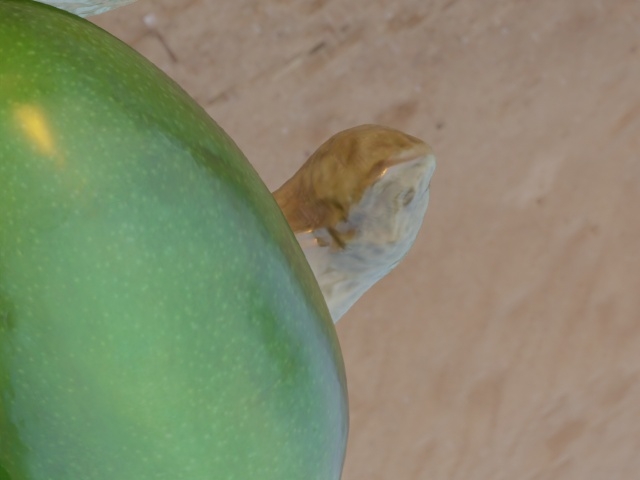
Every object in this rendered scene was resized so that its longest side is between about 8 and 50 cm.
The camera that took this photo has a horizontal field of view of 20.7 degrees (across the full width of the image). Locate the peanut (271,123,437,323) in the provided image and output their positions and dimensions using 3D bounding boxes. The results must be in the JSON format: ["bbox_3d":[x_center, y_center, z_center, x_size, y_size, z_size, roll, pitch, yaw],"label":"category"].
[{"bbox_3d":[0.000,0.000,1.405,0.253,0.122,0.137,-41,172,23],"label":"peanut"}]

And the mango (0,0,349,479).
[{"bbox_3d":[-0.106,0.035,0.896,0.201,0.225,0.382,-26,124,-5],"label":"mango"}]

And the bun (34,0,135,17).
[{"bbox_3d":[-0.196,-0.315,1.263,0.227,0.352,0.349,-10,156,4],"label":"bun"}]
